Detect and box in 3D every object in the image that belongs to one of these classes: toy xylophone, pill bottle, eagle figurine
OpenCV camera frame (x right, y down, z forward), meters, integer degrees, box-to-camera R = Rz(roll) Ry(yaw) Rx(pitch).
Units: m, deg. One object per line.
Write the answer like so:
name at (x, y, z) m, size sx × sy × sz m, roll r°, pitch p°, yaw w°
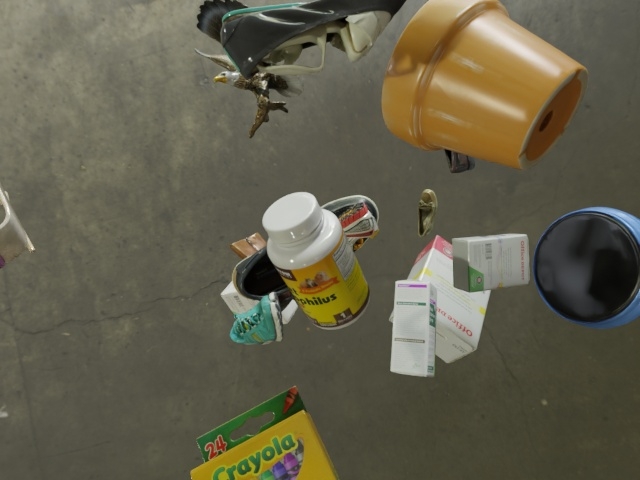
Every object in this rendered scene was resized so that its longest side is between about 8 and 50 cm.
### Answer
toy xylophone at (-0.710, -0.081, 0.894) m, size 0.081 × 0.236 × 0.323 m, roll -27°, pitch 65°, yaw -29°
pill bottle at (-0.006, 0.033, 0.652) m, size 0.117 × 0.117 × 0.215 m, roll -19°, pitch 128°, yaw 11°
eagle figurine at (-0.212, -0.476, 1.162) m, size 0.226 × 0.225 × 0.299 m, roll -29°, pitch 84°, yaw 20°

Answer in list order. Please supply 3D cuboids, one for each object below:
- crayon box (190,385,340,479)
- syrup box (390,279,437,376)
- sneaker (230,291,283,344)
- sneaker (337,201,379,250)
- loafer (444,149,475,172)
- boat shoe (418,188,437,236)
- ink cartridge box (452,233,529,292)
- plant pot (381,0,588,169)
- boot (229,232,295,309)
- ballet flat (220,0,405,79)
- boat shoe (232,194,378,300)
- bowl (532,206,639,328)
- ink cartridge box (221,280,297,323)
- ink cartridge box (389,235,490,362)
crayon box at (-0.064, 0.412, 0.646) m, size 0.202 × 0.081 × 0.319 m, roll -27°, pitch 65°, yaw -8°
syrup box at (0.247, 0.229, 1.104) m, size 0.096 × 0.093 × 0.237 m, roll -1°, pitch 72°, yaw 27°
sneaker at (-0.156, 0.206, 1.025) m, size 0.109 × 0.275 × 0.107 m, roll -2°, pitch 64°, yaw -22°
sneaker at (0.049, -0.002, 1.037) m, size 0.093 × 0.088 × 0.225 m, roll 48°, pitch 137°, yaw -10°
loafer at (0.511, -0.404, 1.681) m, size 0.095 × 0.109 × 0.303 m, roll -19°, pitch 69°, yaw 3°
boat shoe at (0.341, -0.088, 1.370) m, size 0.056 × 0.048 × 0.153 m, roll 17°, pitch 115°, yaw 31°
ink cartridge box at (0.513, 0.064, 1.274) m, size 0.212 × 0.093 × 0.155 m, roll -5°, pitch 95°, yaw -15°
plant pot at (0.217, -0.191, 0.549) m, size 0.188 × 0.205 × 0.205 m, roll 41°, pitch 99°, yaw 33°
boot at (-0.191, 0.102, 1.396) m, size 0.280 × 0.264 × 0.096 m, roll 45°, pitch 126°, yaw 6°
ballet flat at (0.006, -0.204, 0.413) m, size 0.203 × 0.074 × 0.074 m, roll -17°, pitch 89°, yaw -2°
boat shoe at (-0.035, 0.031, 1.263) m, size 0.499 × 0.156 × 0.187 m, roll -29°, pitch 99°, yaw -5°
bowl at (0.866, 0.084, 1.362) m, size 0.077 × 0.391 × 0.392 m, roll 5°, pitch 94°, yaw -26°
ink cartridge box at (-0.265, 0.262, 1.837) m, size 0.272 × 0.115 × 0.199 m, roll -11°, pitch 118°, yaw 34°
ink cartridge box at (0.460, 0.212, 1.582) m, size 0.279 × 0.385 × 0.160 m, roll 36°, pitch 138°, yaw 1°
